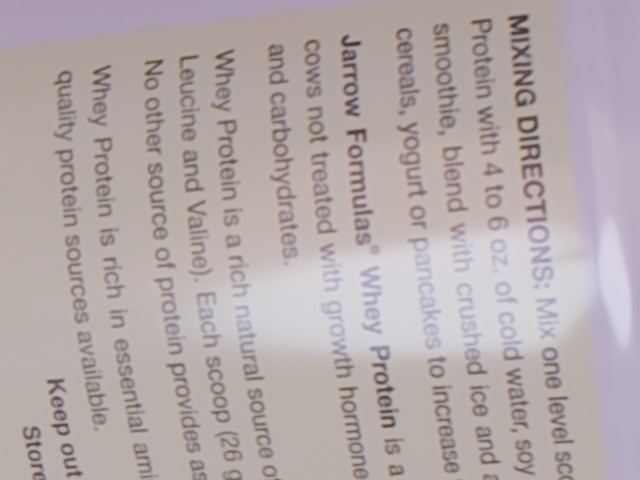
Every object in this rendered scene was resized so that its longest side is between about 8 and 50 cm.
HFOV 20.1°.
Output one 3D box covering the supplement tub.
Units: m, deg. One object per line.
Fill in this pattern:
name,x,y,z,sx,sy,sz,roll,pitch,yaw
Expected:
supplement tub,0.000,0.000,0.442,0.324,0.235,0.235,-6,88,12
